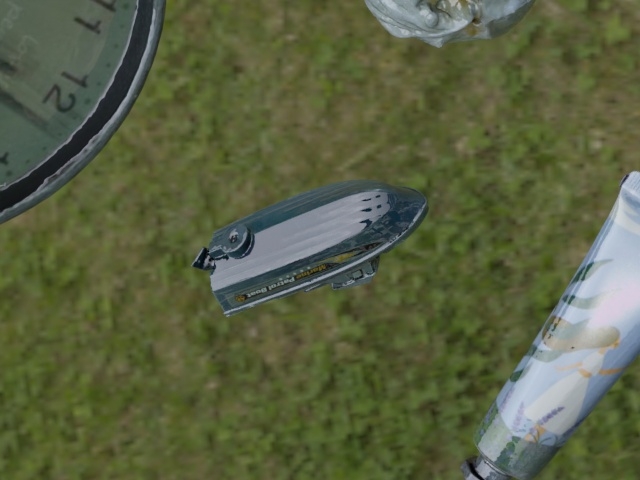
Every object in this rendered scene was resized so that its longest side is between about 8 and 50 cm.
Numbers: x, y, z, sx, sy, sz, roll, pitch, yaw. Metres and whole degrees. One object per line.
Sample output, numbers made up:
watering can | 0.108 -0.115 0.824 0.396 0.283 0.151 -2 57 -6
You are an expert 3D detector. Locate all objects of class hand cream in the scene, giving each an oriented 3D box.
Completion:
hand cream | 0.181 0.074 1.234 0.088 0.055 0.256 35 109 6

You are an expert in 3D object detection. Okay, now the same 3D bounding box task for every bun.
bun | 0.095 -0.190 1.271 0.141 0.140 0.083 -43 35 37

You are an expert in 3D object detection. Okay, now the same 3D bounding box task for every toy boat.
toy boat | 0.000 0.002 2.152 0.296 0.122 0.114 -19 49 22

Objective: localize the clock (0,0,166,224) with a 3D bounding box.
clock | -0.244 -0.140 1.086 0.066 0.318 0.319 45 123 44
